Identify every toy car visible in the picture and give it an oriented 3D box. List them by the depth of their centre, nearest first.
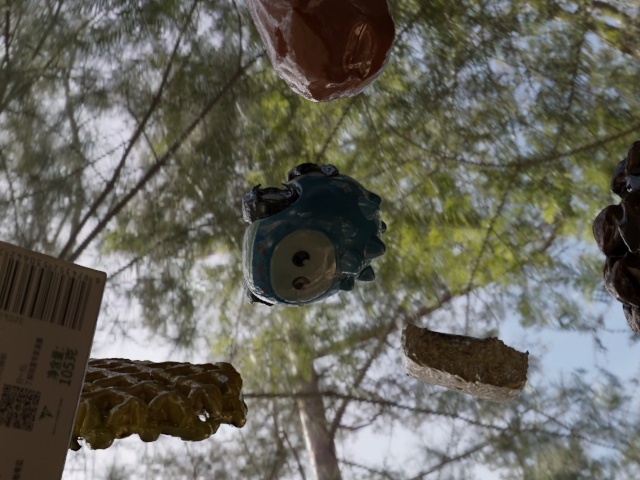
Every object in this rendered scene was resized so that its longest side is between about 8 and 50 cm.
[{"bbox_3d":[0.000,0.000,1.452,0.190,0.255,0.188,18,-61,30],"label":"toy car"}]

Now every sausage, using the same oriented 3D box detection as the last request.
[{"bbox_3d":[-0.014,-0.245,0.909,0.133,0.258,0.133,-20,-19,-7],"label":"sausage"}]

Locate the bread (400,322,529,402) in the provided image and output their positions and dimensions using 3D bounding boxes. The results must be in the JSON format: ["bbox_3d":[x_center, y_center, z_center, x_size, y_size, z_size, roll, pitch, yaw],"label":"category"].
[{"bbox_3d":[0.092,0.079,0.623,0.083,0.070,0.035,12,-107,13],"label":"bread"}]

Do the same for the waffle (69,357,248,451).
[{"bbox_3d":[-0.228,0.175,1.074,0.329,0.329,0.062,-3,-88,-9],"label":"waffle"}]

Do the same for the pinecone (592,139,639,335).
[{"bbox_3d":[0.434,0.001,1.033,0.298,0.242,0.296,-48,-46,-10],"label":"pinecone"}]

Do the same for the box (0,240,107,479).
[{"bbox_3d":[-0.215,0.095,0.547,0.139,0.073,0.194,21,-110,-35],"label":"box"}]
